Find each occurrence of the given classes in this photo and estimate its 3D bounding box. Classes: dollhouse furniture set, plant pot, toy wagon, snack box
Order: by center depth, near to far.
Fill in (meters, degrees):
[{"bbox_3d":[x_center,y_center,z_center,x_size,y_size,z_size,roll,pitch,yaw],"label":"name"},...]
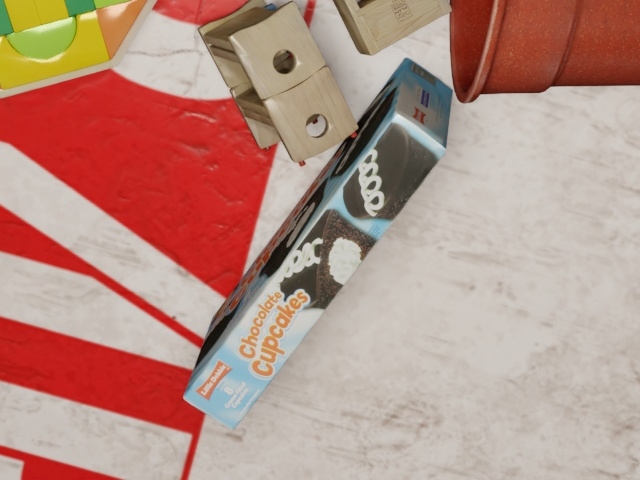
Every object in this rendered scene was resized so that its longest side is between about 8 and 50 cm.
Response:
[{"bbox_3d":[0.256,-0.237,1.521,0.265,0.272,0.272,4,111,-4],"label":"plant pot"},{"bbox_3d":[-0.275,-0.295,1.593,0.267,0.068,0.344,-16,117,-4],"label":"toy wagon"},{"bbox_3d":[0.013,-0.169,1.643,0.184,0.129,0.129,-30,106,-10],"label":"dollhouse furniture set"},{"bbox_3d":[0.000,0.000,1.658,0.060,0.187,0.322,34,109,-7],"label":"snack box"}]
